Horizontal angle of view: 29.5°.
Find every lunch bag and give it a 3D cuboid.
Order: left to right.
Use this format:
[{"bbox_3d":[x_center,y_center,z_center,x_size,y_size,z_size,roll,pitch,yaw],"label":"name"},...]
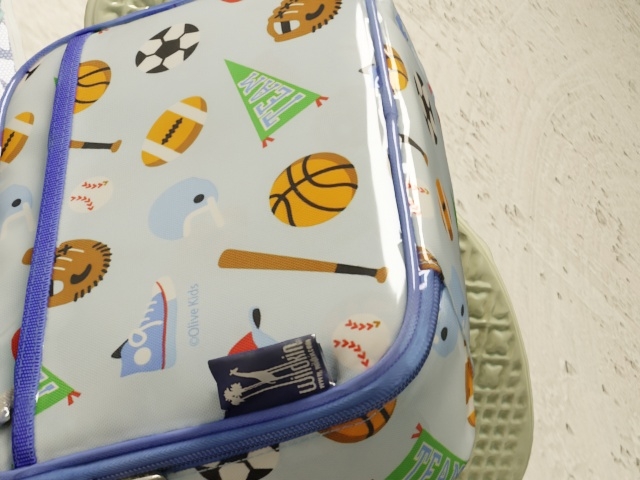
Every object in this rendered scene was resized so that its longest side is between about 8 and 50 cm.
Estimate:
[{"bbox_3d":[-0.059,0.006,0.572,0.115,0.243,0.303,63,19,-45],"label":"lunch bag"}]

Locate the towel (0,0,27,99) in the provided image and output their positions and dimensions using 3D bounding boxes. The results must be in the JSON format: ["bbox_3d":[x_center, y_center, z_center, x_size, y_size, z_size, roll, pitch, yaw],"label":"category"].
[{"bbox_3d":[-0.265,-0.141,0.613,0.285,0.034,0.209,13,54,-53],"label":"towel"}]

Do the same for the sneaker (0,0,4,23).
[{"bbox_3d":[-0.181,-0.090,0.466,0.135,0.150,0.365,-1,82,-43],"label":"sneaker"}]

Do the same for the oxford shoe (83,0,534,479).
[{"bbox_3d":[0.000,0.000,0.813,0.449,0.169,0.130,56,-6,-13],"label":"oxford shoe"}]
